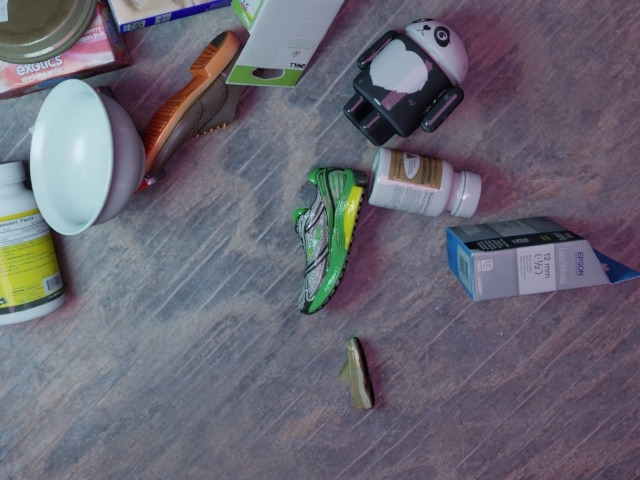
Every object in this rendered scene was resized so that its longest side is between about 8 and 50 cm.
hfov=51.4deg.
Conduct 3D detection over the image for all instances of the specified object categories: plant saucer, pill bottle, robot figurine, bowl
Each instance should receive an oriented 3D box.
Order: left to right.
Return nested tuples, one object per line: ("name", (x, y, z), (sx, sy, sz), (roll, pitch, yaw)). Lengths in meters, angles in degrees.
("pill bottle", (-0.684, 0.002, 1.444), (0.187, 0.188, 0.334), (-8, 102, 1))
("plant saucer", (-0.567, -0.477, 1.277), (0.277, 0.041, 0.278), (0, 83, 4))
("bowl", (-0.442, -0.160, 1.317), (0.297, 0.134, 0.298), (1, 92, 41))
("robot figurine", (0.179, -0.331, 1.390), (0.278, 0.173, 0.209), (-44, 100, 9))
("pill bottle", (0.227, -0.121, 1.461), (0.229, 0.131, 0.131), (11, 102, -4))

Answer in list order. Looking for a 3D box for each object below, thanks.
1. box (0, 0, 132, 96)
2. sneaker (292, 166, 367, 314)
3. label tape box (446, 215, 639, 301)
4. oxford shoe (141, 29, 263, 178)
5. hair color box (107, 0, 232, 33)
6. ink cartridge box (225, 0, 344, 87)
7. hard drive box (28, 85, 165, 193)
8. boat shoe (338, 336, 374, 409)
("box", (-0.568, -0.402, 1.376), (0.300, 0.142, 0.154), (-14, 101, 2))
("sneaker", (0.000, 0.000, 1.500), (0.146, 0.134, 0.344), (13, 93, 3))
("label tape box", (0.469, 0.025, 1.438), (0.347, 0.249, 0.115), (-9, 103, 1))
("oxford shoe", (-0.255, -0.261, 1.399), (0.132, 0.130, 0.364), (39, 86, -32))
("hair color box", (-0.267, -0.552, 1.323), (0.338, 0.110, 0.185), (-20, 103, -12))
("ink cartridge box", (-0.089, -0.440, 1.350), (0.255, 0.188, 0.097), (-52, 58, 40))
("hard drive box", (-0.483, -0.192, 1.454), (0.181, 0.089, 0.232), (-30, 102, 6))
("boat shoe", (0.078, 0.324, 1.597), (0.072, 0.068, 0.190), (-9, 103, 13))
